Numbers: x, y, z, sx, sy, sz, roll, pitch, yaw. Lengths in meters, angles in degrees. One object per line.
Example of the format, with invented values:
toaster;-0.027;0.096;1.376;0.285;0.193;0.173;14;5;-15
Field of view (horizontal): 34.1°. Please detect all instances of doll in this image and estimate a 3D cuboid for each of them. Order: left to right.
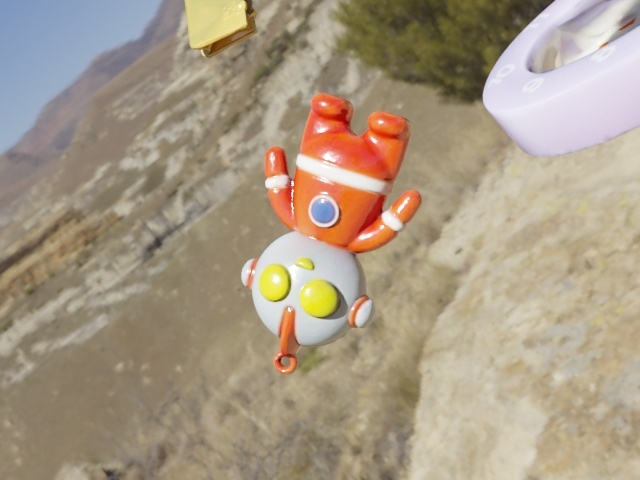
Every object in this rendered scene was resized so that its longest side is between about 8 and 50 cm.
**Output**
doll;0.000;0.000;1.240;0.105;0.200;0.336;-11;-60;-73

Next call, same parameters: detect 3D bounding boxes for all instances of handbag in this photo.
handbag;-0.081;-0.196;0.860;0.061;0.083;0.027;-21;-27;26

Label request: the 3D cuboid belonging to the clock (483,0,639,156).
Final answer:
clock;0.176;-0.107;0.484;0.198;0.064;0.172;-46;18;0
